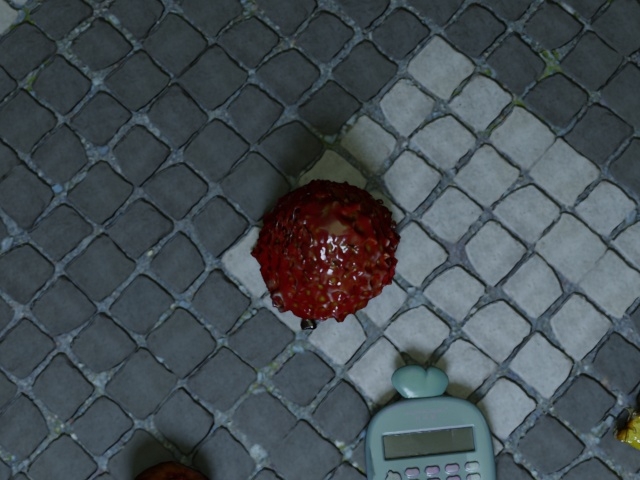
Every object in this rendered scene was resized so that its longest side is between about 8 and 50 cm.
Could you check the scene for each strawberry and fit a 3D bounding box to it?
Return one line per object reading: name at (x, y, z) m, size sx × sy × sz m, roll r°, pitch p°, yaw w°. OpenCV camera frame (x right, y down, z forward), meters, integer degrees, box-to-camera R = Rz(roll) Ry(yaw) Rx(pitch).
strawberry at (0.000, 0.000, 1.913) m, size 0.234 × 0.178 × 0.234 m, roll -2°, pitch 72°, yaw 5°

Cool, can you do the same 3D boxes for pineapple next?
pineapple at (0.492, 0.279, 1.906) m, size 0.137 × 0.069 × 0.116 m, roll -19°, pitch 83°, yaw 5°

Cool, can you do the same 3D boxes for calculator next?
calculator at (0.158, 0.325, 1.901) m, size 0.185 × 0.041 × 0.299 m, roll -7°, pitch 79°, yaw -2°

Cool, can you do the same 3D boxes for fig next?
fig at (-0.200, 0.384, 1.855) m, size 0.128 × 0.128 × 0.150 m, roll -24°, pitch 106°, yaw -5°
